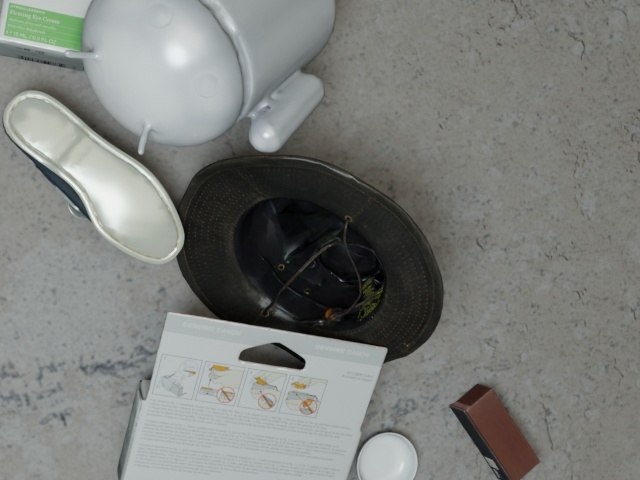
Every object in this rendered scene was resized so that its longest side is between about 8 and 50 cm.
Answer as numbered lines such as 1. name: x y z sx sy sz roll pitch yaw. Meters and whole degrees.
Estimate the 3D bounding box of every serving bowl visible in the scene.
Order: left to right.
1. serving bowl: 0.083 0.288 1.374 0.083 0.027 0.083 -1 92 -18

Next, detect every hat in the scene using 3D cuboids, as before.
1. hat: 0.000 0.000 1.265 0.331 0.331 0.134 45 41 -14

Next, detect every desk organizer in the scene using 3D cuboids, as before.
1. desk organizer: 0.233 0.259 1.411 0.050 0.047 0.130 -37 102 -15

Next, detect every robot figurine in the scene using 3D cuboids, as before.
1. robot figurine: -0.120 -0.235 1.167 0.300 0.200 0.353 47 53 -2

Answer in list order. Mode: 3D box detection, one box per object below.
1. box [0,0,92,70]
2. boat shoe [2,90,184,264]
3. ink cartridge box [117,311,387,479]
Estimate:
1. box: -0.308 -0.248 1.194 0.101 0.102 0.087 9 87 -16
2. boat shoe: -0.263 -0.070 1.227 0.254 0.079 0.095 39 83 -12
3. ink cartridge box: -0.083 0.202 1.266 0.275 0.060 0.238 11 107 -17
